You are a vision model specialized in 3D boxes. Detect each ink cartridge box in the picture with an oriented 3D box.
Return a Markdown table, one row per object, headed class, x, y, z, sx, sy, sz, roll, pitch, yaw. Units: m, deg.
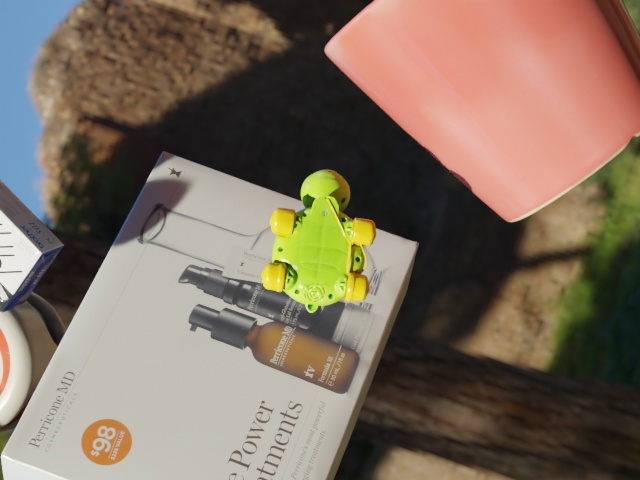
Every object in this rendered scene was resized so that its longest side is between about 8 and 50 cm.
| class | x | y | z | sx | sy | sz | roll | pitch | yaw |
| --- | --- | --- | --- | --- | --- | --- | --- | --- | --- |
| ink cartridge box | -0.388 | -0.028 | 1.681 | 0.097 | 0.207 | 0.046 | -51 | -12 | 27 |

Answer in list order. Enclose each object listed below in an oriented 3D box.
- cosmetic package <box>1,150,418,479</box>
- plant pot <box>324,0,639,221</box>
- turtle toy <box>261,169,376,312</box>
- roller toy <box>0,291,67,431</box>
| class | x | y | z | sx | sy | sz | roll | pitch | yaw |
| --- | --- | --- | --- | --- | --- | --- | --- | --- | --- |
| cosmetic package | -0.097 | 0.120 | 1.471 | 0.097 | 0.284 | 0.377 | 99 | -168 | -56 |
| plant pot | 0.181 | -0.169 | 1.433 | 0.275 | 0.243 | 0.275 | -39 | 3 | 3 |
| turtle toy | 0.000 | 0.000 | 1.346 | 0.066 | 0.095 | 0.130 | 118 | 160 | -83 |
| roller toy | -0.430 | 0.157 | 1.981 | 0.146 | 0.191 | 0.209 | 1 | -85 | -72 |
